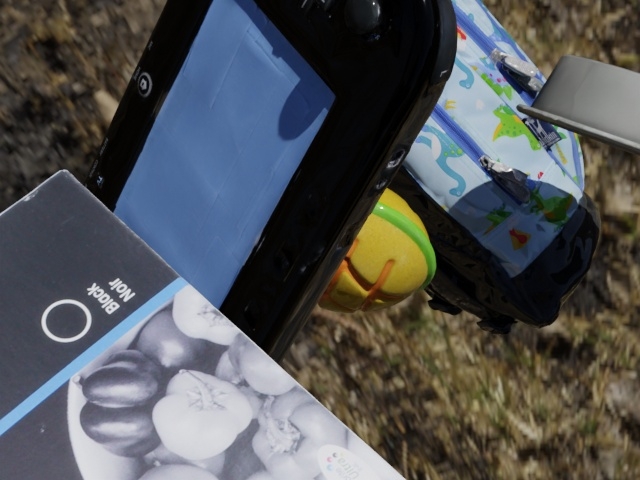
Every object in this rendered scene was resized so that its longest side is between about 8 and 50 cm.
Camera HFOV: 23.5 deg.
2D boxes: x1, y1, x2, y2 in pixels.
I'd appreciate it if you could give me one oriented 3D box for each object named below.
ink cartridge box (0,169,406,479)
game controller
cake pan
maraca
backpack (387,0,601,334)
[{"bbox_3d":[-0.104,0.101,0.560,0.206,0.045,0.208,41,66,18],"label":"ink cartridge box"},{"bbox_3d":[-0.047,-0.038,0.791,0.166,0.067,0.319,45,125,23],"label":"game controller"},{"bbox_3d":[0.293,-0.073,1.154,0.293,0.293,0.054,22,97,16],"label":"cake pan"},{"bbox_3d":[0.000,0.000,1.187,0.185,0.127,0.099,9,51,22],"label":"maraca"},{"bbox_3d":[0.087,-0.112,1.443,0.355,0.290,0.273,32,88,-17],"label":"backpack"}]
